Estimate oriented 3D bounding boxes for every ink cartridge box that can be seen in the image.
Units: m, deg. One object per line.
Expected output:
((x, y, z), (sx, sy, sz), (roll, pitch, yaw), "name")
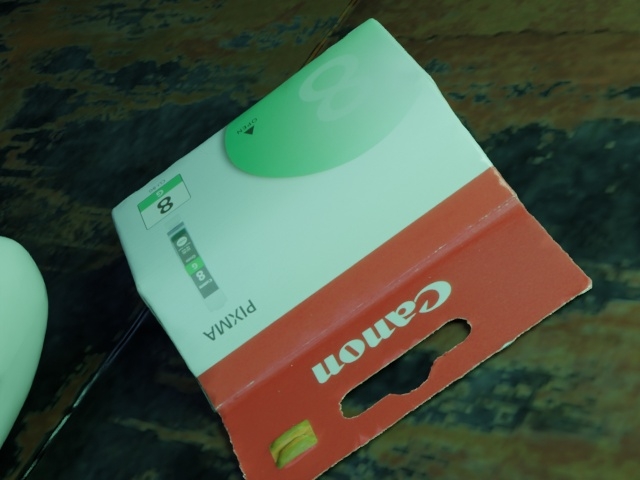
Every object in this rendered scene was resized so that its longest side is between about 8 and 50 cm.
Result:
((0.000, 0.000, 0.657), (0.181, 0.056, 0.225), (-36, 33, 3), "ink cartridge box")

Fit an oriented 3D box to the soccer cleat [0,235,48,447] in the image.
((-0.203, 0.148, 0.634), (0.143, 0.116, 0.331), (16, 62, 31), "soccer cleat")
